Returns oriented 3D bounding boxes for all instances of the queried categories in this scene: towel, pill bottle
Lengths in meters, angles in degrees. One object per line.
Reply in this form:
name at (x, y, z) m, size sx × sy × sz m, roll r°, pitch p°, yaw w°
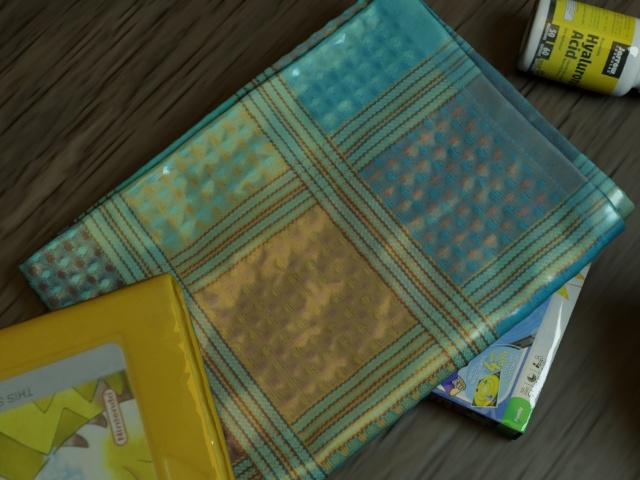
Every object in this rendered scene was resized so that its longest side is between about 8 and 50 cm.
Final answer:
towel at (0.000, 0.000, 0.767) m, size 0.370 × 0.040 × 0.271 m, roll -38°, pitch 71°, yaw -7°
pill bottle at (0.220, -0.152, 0.853) m, size 0.116 × 0.065 × 0.065 m, roll 16°, pitch 70°, yaw 3°

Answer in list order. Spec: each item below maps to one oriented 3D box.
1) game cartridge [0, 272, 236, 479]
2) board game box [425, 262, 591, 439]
game cartridge at (-0.208, 0.201, 0.688) m, size 0.324 × 0.052 × 0.285 m, roll -19°, pitch 72°, yaw 0°
board game box at (0.122, 0.028, 0.799) m, size 0.136 × 0.035 × 0.201 m, roll 23°, pitch 72°, yaw 6°
